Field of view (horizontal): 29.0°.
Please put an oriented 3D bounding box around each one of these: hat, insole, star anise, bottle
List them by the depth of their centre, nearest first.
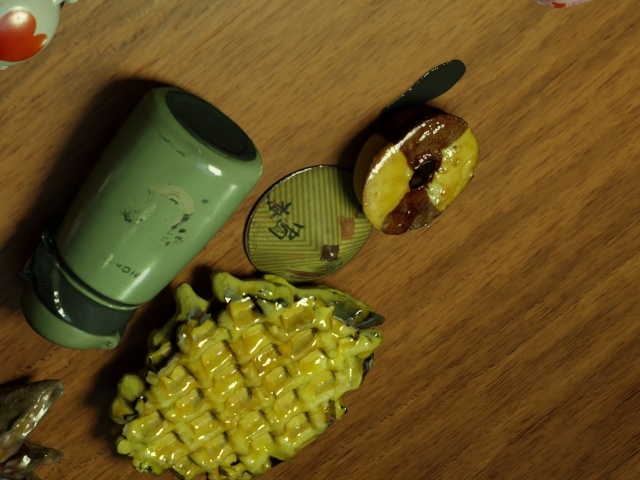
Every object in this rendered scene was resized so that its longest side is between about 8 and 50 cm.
[{"bbox_3d":[-0.230,-0.012,1.489,0.168,0.168,0.347,25,116,-37],"label":"bottle"},{"bbox_3d":[-0.480,0.283,1.623,0.292,0.109,0.349,-7,126,-28],"label":"star anise"},{"bbox_3d":[0.135,-0.194,1.633,0.135,0.002,0.045,-37,132,3],"label":"insole"},{"bbox_3d":[0.000,0.000,1.662,0.193,0.082,0.193,-12,129,-16],"label":"hat"}]

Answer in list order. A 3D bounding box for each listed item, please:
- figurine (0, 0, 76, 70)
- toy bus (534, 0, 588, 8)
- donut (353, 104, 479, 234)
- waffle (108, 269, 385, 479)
[{"bbox_3d":[-0.353,-0.233,1.281,0.226,0.160,0.183,-40,133,-6],"label":"figurine"},{"bbox_3d":[0.380,-0.389,1.518,0.303,0.147,0.127,-18,136,-12],"label":"toy bus"},{"bbox_3d":[0.120,-0.098,1.643,0.184,0.073,0.166,-49,133,6],"label":"donut"},{"bbox_3d":[-0.107,0.203,1.757,0.382,0.095,0.379,14,118,-36],"label":"waffle"}]
